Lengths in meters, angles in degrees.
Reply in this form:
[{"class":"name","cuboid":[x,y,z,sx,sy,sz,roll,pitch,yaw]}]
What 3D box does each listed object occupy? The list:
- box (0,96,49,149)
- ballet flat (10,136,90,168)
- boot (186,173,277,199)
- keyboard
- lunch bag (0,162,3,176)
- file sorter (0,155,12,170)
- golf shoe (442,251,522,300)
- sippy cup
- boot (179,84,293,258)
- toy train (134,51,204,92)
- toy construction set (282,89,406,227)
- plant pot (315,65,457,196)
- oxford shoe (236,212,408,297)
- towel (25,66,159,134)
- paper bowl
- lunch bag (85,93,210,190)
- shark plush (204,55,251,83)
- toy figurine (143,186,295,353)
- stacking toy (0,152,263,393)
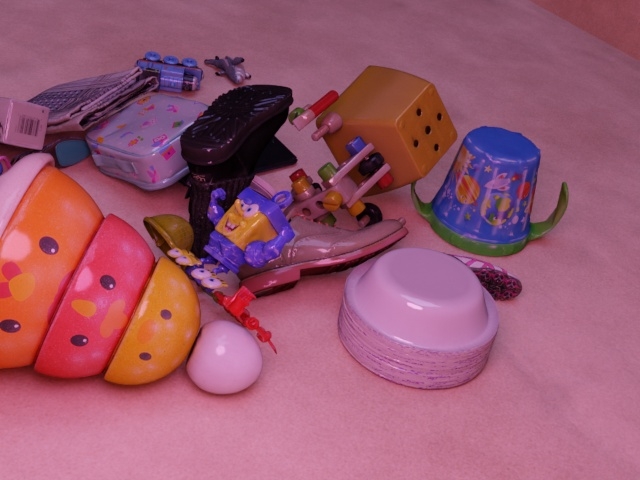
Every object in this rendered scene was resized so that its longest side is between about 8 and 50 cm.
[{"class":"box","cuboid":[-0.711,-0.259,1.820,0.275,0.094,0.113,12,2,29]},{"class":"ballet flat","cuboid":[-0.584,-0.182,1.859,0.070,0.070,0.188,29,34,25]},{"class":"boot","cuboid":[-0.194,-0.115,1.881,0.190,0.069,0.086,28,73,-5]},{"class":"keyboard","cuboid":[-0.228,-0.205,2.023,0.317,0.033,0.201,-17,50,-37]},{"class":"lunch bag","cuboid":[-0.751,-0.128,1.703,0.219,0.090,0.176,-14,38,-35]},{"class":"file sorter","cuboid":[-0.681,-0.063,1.469,0.290,0.182,0.202,13,63,2]},{"class":"golf shoe","cuboid":[0.318,0.062,1.751,0.186,0.067,0.086,16,32,8]},{"class":"sippy cup","cuboid":[0.372,-0.120,1.900,0.305,0.224,0.240,-11,39,-29]},{"class":"boot","cuboid":[-0.165,-0.146,1.737,0.131,0.260,0.348,16,39,24]},{"class":"toy train","cuboid":[-0.401,-0.437,2.287,0.184,0.080,0.105,8,42,-8]},{"class":"toy construction set","cuboid":[-0.015,-0.109,1.715,0.257,0.309,0.237,7,36,35]},{"class":"plant pot","cuboid":[0.158,-0.230,1.820,0.187,0.212,0.212,6,46,47]},{"class":"oxford shoe","cuboid":[0.000,0.000,1.620,0.348,0.123,0.130,-16,80,-21]},{"class":"towel","cuboid":[-0.568,-0.311,1.958,0.324,0.056,0.312,-1,27,27]},{"class":"paper bowl","cuboid":[0.180,0.119,1.554,0.284,0.148,0.284,7,32,-5]},{"class":"lunch bag","cuboid":[-0.360,-0.210,1.851,0.279,0.108,0.224,18,51,44]},{"class":"shark plush","cuboid":[-0.268,-0.485,2.420,0.161,0.073,0.067,32,68,22]},{"class":"toy figurine","cuboid":[-0.129,0.000,1.472,0.217,0.191,0.362,-47,36,-8]},{"class":"stacking toy","cuboid":[-0.306,0.103,1.346,0.480,0.351,0.350,23,32,-10]}]
